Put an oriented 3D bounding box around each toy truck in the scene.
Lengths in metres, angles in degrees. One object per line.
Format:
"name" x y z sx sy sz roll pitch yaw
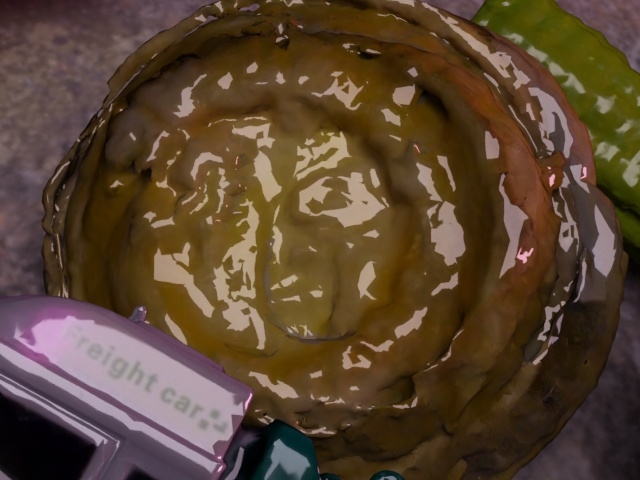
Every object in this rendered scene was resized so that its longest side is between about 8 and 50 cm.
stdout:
"toy truck" 0.003 0.154 0.443 0.363 0.176 0.178 26 81 0

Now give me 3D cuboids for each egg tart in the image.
"egg tart" 0.000 0.000 0.568 0.278 0.095 0.279 -1 77 5

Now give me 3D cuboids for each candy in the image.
"candy" 0.151 -0.046 0.649 0.209 0.097 0.097 38 64 10
